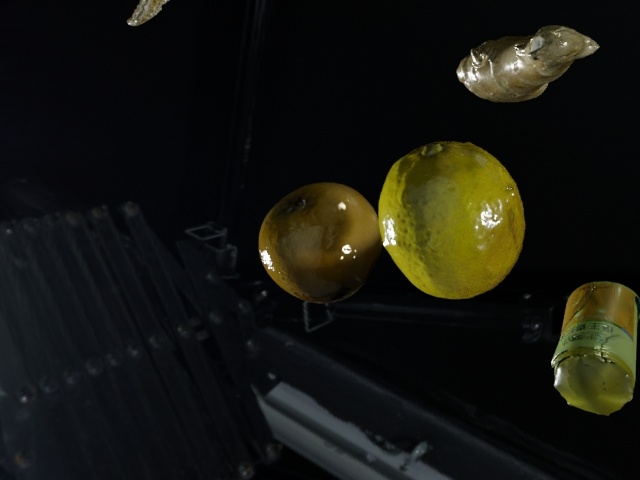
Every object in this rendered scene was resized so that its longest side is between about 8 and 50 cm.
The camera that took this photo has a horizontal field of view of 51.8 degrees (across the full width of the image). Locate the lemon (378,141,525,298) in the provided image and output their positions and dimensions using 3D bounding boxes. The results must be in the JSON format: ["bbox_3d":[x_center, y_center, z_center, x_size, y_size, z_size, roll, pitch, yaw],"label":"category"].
[{"bbox_3d":[0.210,-0.030,1.056,0.234,0.233,0.288,-3,-51,36],"label":"lemon"}]

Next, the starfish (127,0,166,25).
[{"bbox_3d":[-0.212,-0.395,0.883,0.071,0.238,0.215,27,-49,22],"label":"starfish"}]

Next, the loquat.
[{"bbox_3d":[0.000,0.000,1.397,0.263,0.263,0.262,9,-74,34],"label":"loquat"}]

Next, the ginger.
[{"bbox_3d":[0.262,-0.235,0.859,0.131,0.294,0.086,15,-85,1],"label":"ginger"}]

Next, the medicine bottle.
[{"bbox_3d":[0.446,0.170,1.063,0.124,0.239,0.124,13,-58,21],"label":"medicine bottle"}]
